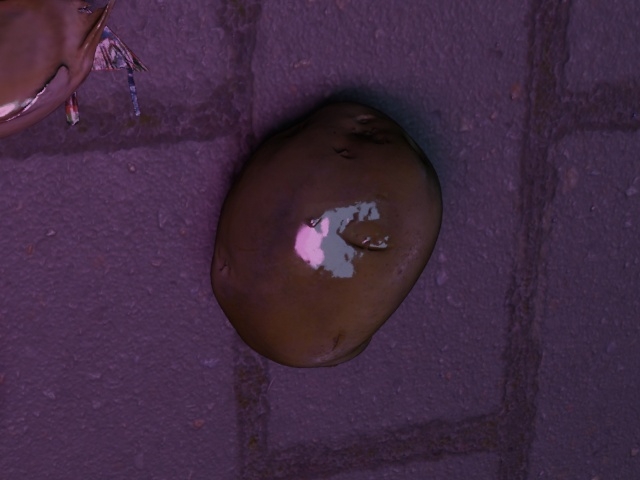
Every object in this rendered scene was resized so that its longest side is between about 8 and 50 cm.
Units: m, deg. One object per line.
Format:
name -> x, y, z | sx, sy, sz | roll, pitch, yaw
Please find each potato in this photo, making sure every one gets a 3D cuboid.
potato -> 0.000, 0.000, 1.400 | 0.243, 0.221, 0.326 | 23, 112, -27

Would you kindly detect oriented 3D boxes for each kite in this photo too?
kite -> -0.288, -0.206, 1.335 | 0.182, 0.010, 0.160 | -5, 117, -14

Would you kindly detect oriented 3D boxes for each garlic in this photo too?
garlic -> -0.360, -0.184, 1.202 | 0.338, 0.151, 0.196 | 4, 115, 0
